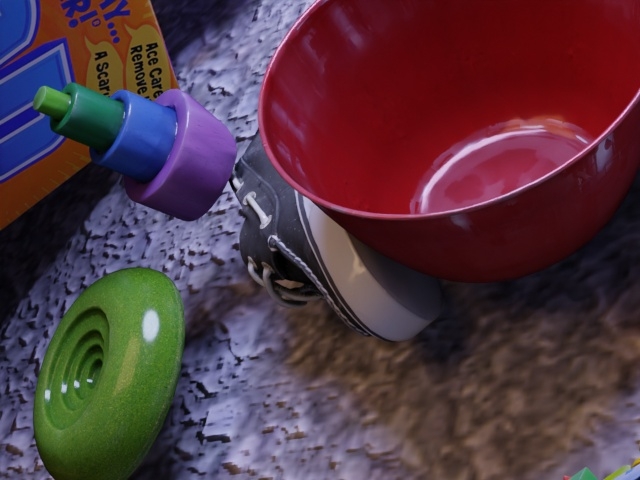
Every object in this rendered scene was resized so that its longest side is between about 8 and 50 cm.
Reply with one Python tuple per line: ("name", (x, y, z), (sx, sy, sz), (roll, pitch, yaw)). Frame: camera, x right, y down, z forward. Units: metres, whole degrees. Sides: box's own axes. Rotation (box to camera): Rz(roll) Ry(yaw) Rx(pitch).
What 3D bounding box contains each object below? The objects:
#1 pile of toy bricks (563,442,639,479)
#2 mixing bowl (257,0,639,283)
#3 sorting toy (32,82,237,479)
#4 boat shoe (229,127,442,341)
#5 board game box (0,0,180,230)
("pile of toy bricks", (0.091, 0.116, 0.570), (0.212, 0.118, 0.105), (-40, 2, 35))
("mixing bowl", (0.074, -0.048, 0.703), (0.181, 0.098, 0.181), (-15, 45, 15))
("sorting toy", (-0.162, 0.081, 0.818), (0.127, 0.126, 0.365), (12, 81, 59))
("boat shoe", (0.000, 0.000, 0.800), (0.070, 0.078, 0.219), (-46, 26, 11))
("board game box", (-0.362, -0.188, 0.957), (0.356, 0.356, 0.356), (-39, 58, -17))
